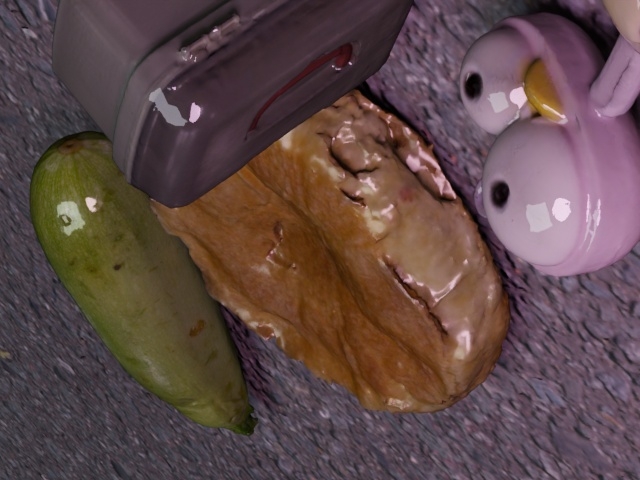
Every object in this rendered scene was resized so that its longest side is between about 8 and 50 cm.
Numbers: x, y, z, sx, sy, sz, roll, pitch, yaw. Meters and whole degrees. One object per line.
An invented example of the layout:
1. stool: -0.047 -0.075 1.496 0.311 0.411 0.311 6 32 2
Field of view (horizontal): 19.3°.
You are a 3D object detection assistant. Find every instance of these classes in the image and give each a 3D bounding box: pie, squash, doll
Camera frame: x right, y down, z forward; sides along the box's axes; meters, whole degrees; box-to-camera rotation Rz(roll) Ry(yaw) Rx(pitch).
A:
1. pie: 0.000 0.000 1.389 0.339 0.083 0.339 32 149 22
2. squash: -0.151 0.054 1.649 0.118 0.118 0.370 21 148 40
3. doll: 0.156 -0.098 0.994 0.160 0.094 0.365 67 154 20

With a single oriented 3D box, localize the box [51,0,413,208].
1. box: -0.052 -0.132 1.141 0.129 0.210 0.148 48 154 12
